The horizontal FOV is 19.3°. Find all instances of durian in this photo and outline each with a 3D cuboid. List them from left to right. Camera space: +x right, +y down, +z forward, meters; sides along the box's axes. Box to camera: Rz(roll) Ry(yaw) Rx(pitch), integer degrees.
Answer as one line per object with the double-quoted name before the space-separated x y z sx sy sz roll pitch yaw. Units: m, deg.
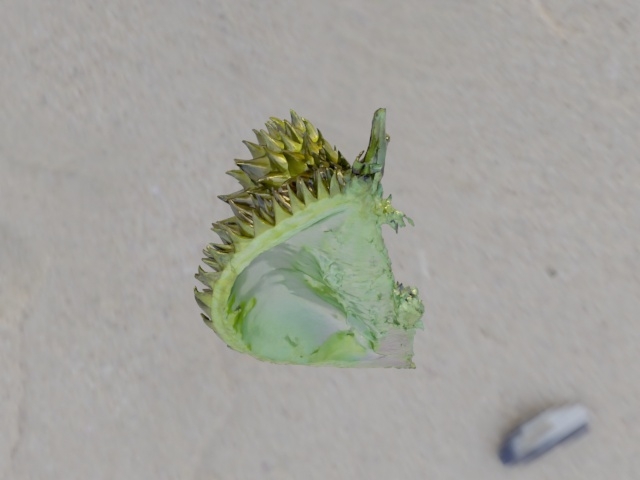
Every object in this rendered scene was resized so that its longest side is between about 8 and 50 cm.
"durian" 0.000 0.000 0.830 0.100 0.086 0.215 10 153 13
